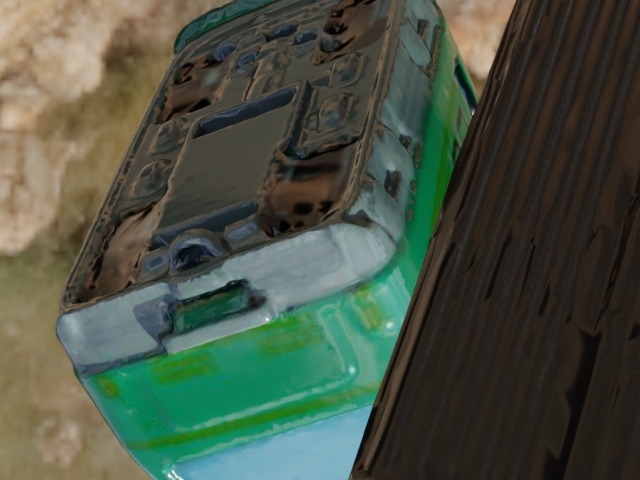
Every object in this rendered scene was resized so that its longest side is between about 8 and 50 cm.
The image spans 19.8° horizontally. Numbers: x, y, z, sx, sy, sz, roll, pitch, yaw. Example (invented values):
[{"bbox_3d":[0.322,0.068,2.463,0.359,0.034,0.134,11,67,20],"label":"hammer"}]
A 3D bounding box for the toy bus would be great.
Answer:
[{"bbox_3d":[0.000,0.000,1.005,0.183,0.343,0.199,-19,117,20],"label":"toy bus"}]

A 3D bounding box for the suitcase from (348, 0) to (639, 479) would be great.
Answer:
[{"bbox_3d":[0.102,0.045,0.609,0.152,0.335,0.230,14,143,11],"label":"suitcase"}]
